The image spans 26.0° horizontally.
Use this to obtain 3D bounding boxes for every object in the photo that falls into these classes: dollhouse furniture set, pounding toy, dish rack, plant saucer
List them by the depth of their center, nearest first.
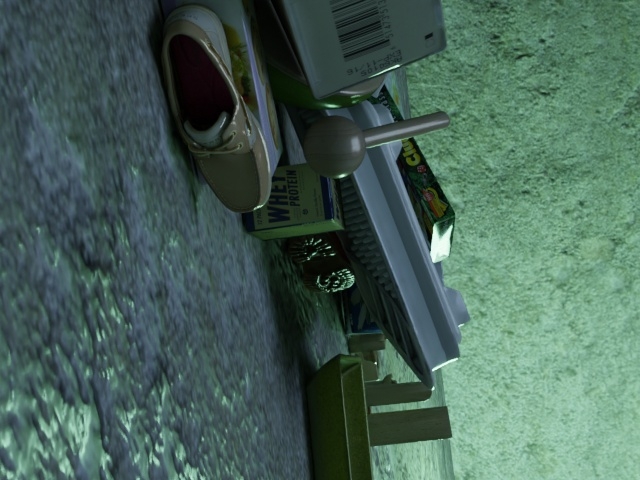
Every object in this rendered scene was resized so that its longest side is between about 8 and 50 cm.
[{"bbox_3d":[-0.028,-0.141,1.230,0.237,0.110,0.183,50,36,14],"label":"pounding toy"},{"bbox_3d":[0.057,-0.033,1.447,0.285,0.072,0.332,-127,-167,-69],"label":"dish rack"},{"bbox_3d":[0.022,0.223,1.548,0.188,0.045,0.188,33,52,-79],"label":"plant saucer"},{"bbox_3d":[0.110,0.176,1.913,0.151,0.123,0.144,-85,166,-53],"label":"dollhouse furniture set"}]

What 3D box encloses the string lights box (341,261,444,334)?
[{"bbox_3d":[0.086,0.045,1.746,0.260,0.077,0.133,142,-57,-77],"label":"string lights box"}]

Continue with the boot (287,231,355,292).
[{"bbox_3d":[0.000,0.000,1.545,0.158,0.059,0.084,68,13,-58],"label":"boot"}]

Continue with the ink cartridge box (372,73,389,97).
[{"bbox_3d":[-0.013,-0.222,1.363,0.067,0.198,0.115,-61,-178,17],"label":"ink cartridge box"}]

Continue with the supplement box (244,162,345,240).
[{"bbox_3d":[-0.025,-0.036,1.297,0.083,0.083,0.056,34,48,-79],"label":"supplement box"}]

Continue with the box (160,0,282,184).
[{"bbox_3d":[-0.089,-0.201,1.063,0.067,0.063,0.324,-79,161,-65],"label":"box"}]

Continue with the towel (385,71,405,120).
[{"bbox_3d":[0.081,-0.114,2.030,0.374,0.090,0.320,-84,166,-49],"label":"towel"}]

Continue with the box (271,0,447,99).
[{"bbox_3d":[-0.011,-0.287,1.154,0.148,0.121,0.311,69,-2,-55],"label":"box"}]

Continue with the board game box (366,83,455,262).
[{"bbox_3d":[0.072,-0.109,1.484,0.136,0.030,0.259,74,-10,-71],"label":"board game box"}]

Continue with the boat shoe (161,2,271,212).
[{"bbox_3d":[-0.084,-0.091,1.045,0.059,0.063,0.170,-73,146,-64],"label":"boat shoe"}]
